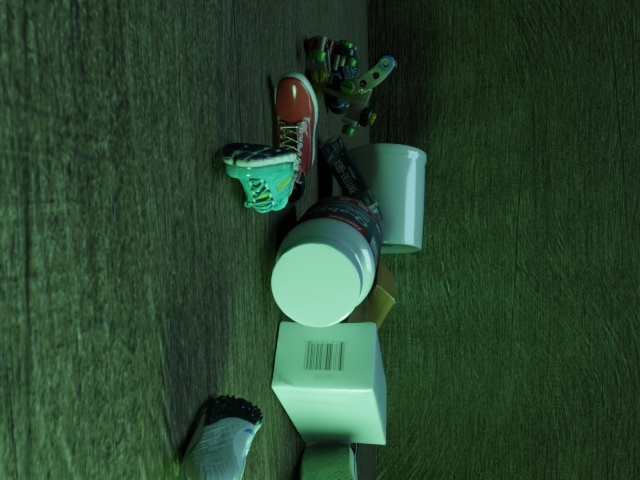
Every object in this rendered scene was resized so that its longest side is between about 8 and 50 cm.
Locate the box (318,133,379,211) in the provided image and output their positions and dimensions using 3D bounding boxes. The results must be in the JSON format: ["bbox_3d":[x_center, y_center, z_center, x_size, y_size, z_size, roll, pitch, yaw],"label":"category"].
[{"bbox_3d":[0.103,-0.176,1.853,0.243,0.076,0.307,61,5,12],"label":"box"}]

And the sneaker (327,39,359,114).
[{"bbox_3d":[0.070,-0.553,1.923,0.106,0.101,0.268,55,35,-69],"label":"sneaker"}]

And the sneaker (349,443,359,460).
[{"bbox_3d":[0.109,0.702,2.097,0.090,0.081,0.232,88,8,-55],"label":"sneaker"}]

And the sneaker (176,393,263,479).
[{"bbox_3d":[-0.135,0.280,0.776,0.237,0.085,0.086,-63,177,-76],"label":"sneaker"}]

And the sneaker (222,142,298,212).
[{"bbox_3d":[-0.090,-0.101,0.980,0.275,0.106,0.110,1,98,-80],"label":"sneaker"}]

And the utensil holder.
[{"bbox_3d":[0.261,-0.157,2.349,0.327,0.327,0.386,44,47,-76],"label":"utensil holder"}]

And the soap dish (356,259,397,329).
[{"bbox_3d":[0.135,0.227,1.850,0.291,0.118,0.229,-62,-179,18],"label":"soap dish"}]

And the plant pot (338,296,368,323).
[{"bbox_3d":[0.078,0.261,1.636,0.236,0.032,0.237,18,90,-71],"label":"plant pot"}]

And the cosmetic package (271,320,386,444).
[{"bbox_3d":[0.036,0.337,1.336,0.385,0.217,0.156,77,16,-56],"label":"cosmetic package"}]

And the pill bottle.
[{"bbox_3d":[0.020,0.037,1.263,0.363,0.210,0.210,-60,148,-72],"label":"pill bottle"}]

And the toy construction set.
[{"bbox_3d":[0.052,-0.431,1.640,0.309,0.257,0.237,-122,-136,-64],"label":"toy construction set"}]

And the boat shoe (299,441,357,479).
[{"bbox_3d":[0.010,0.602,1.262,0.500,0.186,0.156,-43,126,-84],"label":"boat shoe"}]

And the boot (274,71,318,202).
[{"bbox_3d":[-0.058,-0.206,1.210,0.176,0.088,0.244,-78,167,-47],"label":"boot"}]
